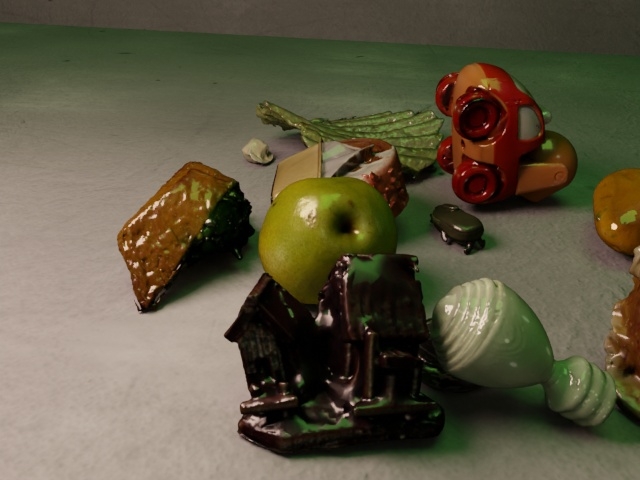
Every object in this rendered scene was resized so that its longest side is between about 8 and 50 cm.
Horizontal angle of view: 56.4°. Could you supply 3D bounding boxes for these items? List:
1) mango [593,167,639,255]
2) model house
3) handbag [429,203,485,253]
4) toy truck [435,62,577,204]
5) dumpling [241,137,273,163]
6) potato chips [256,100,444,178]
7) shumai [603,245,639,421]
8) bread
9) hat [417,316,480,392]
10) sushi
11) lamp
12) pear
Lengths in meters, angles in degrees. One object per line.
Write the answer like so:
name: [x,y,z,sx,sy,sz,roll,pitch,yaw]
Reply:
mango: [0.502,-0.044,0.955,0.227,0.109,0.147,-25,63,-42]
model house: [0.011,0.100,0.576,0.203,0.164,0.141,-6,24,-12]
handbag: [0.215,-0.026,0.952,0.072,0.047,0.111,-17,34,-24]
toy truck: [0.335,-0.186,1.057,0.239,0.265,0.189,-8,29,2]
dumpling: [-0.129,-0.178,1.223,0.052,0.057,0.076,-50,21,-13]
potato chips: [0.075,-0.231,1.256,0.389,0.097,0.373,-8,29,-33]
shumai: [0.439,0.098,0.633,0.262,0.267,0.314,-15,-2,25]
bread: [0.032,-0.081,0.959,0.211,0.143,0.224,-10,28,6]
hat: [0.135,0.116,0.673,0.121,0.050,0.121,0,28,0]
sushi: [-0.168,-0.026,0.833,0.149,0.140,0.287,-29,20,21]
lamp: [0.197,0.114,0.597,0.193,0.106,0.106,32,29,-4]
pear: [0.000,0.000,0.786,0.180,0.166,0.216,-23,5,-21]
